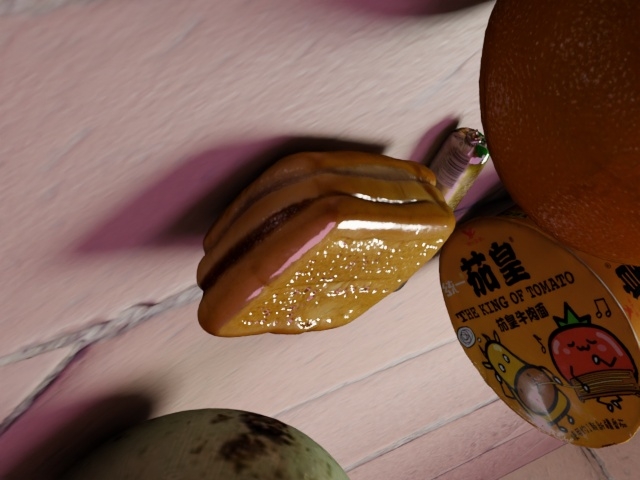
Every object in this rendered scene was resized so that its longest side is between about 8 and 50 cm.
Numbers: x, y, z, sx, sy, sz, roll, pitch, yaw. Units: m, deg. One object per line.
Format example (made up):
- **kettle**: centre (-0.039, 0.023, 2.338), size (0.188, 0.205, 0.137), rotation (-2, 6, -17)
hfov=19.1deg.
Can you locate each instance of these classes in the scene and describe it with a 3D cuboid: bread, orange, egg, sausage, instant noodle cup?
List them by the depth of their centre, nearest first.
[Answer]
- **orange**: centre (0.175, -0.082, 1.009), size (0.206, 0.206, 0.206), rotation (-31, 166, -8)
- **bread**: centre (0.000, 0.000, 1.147), size (0.116, 0.077, 0.200), rotation (-36, 164, 22)
- **sausage**: centre (0.073, -0.017, 1.342), size (0.033, 0.033, 0.269), rotation (-27, 165, -21)
- **egg**: centre (-0.099, 0.281, 1.472), size (0.287, 0.288, 0.379), rotation (-18, 155, -46)
- **instant noodle cup**: centre (0.228, 0.035, 1.541), size (0.172, 0.216, 0.216), rotation (-35, 170, -31)
